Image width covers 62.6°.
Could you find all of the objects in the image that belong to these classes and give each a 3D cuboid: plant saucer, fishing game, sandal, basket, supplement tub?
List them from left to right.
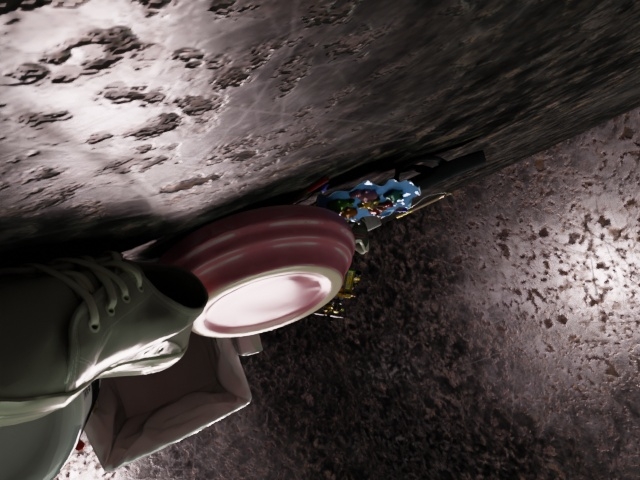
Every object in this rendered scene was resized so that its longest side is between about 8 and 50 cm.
[{"bbox_3d":[-0.408,0.202,0.698,0.207,0.207,0.338,-21,-177,-18],"label":"supplement tub"},{"bbox_3d":[-0.370,0.264,1.186,0.331,0.328,0.266,-22,-179,-16],"label":"basket"},{"bbox_3d":[-0.095,0.068,0.839,0.332,0.084,0.332,-15,154,-8],"label":"plant saucer"},{"bbox_3d":[0.068,-0.051,0.842,0.264,0.041,0.189,2,163,-38],"label":"fishing game"},{"bbox_3d":[0.190,-0.127,0.954,0.254,0.055,0.097,-24,-172,-31],"label":"sandal"}]

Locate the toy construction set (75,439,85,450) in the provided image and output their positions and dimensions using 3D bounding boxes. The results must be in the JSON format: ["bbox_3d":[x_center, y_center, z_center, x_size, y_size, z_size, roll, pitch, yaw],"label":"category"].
[{"bbox_3d":[-0.693,0.385,1.377,0.257,0.309,0.237,-11,176,-34],"label":"toy construction set"}]

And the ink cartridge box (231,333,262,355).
[{"bbox_3d":[-0.198,0.149,1.210,0.056,0.225,0.181,-9,173,-20],"label":"ink cartridge box"}]

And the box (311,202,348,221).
[{"bbox_3d":[-0.014,-0.032,1.034,0.059,0.054,0.169,-21,176,-28],"label":"box"}]

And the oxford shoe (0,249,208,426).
[{"bbox_3d":[-0.251,0.071,0.529,0.130,0.169,0.449,-57,165,4],"label":"oxford shoe"}]

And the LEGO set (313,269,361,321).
[{"bbox_3d":[-0.072,0.141,1.295,0.331,0.192,0.255,10,179,-10],"label":"LEGO set"}]

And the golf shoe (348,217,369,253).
[{"bbox_3d":[0.006,0.002,1.196,0.272,0.120,0.105,-19,177,-33],"label":"golf shoe"}]

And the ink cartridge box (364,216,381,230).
[{"bbox_3d":[0.000,0.000,1.621,0.296,0.066,0.261,-25,177,41],"label":"ink cartridge box"}]
